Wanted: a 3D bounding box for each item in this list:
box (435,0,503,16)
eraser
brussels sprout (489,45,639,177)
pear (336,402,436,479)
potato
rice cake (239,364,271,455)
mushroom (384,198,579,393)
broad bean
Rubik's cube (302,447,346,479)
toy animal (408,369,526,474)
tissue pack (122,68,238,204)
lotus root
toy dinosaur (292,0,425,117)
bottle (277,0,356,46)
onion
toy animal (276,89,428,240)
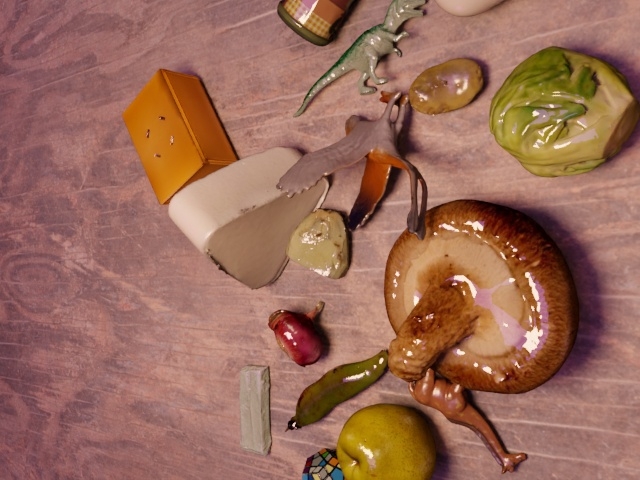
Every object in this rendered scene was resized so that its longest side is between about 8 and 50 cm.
[{"bbox_3d":[0.309,-0.564,0.949,0.349,0.141,0.288,-26,80,34],"label":"box"},{"bbox_3d":[-0.158,-0.026,1.292,0.150,0.331,0.331,42,117,27],"label":"eraser"},{"bbox_3d":[0.383,-0.206,0.924,0.223,0.161,0.223,-7,72,22],"label":"brussels sprout"},{"bbox_3d":[0.128,0.414,1.136,0.198,0.198,0.198,4,96,36],"label":"pear"},{"bbox_3d":[0.232,-0.282,1.071,0.138,0.070,0.091,-14,84,19],"label":"potato"},{"bbox_3d":[-0.164,0.419,1.441,0.085,0.040,0.226,4,97,36],"label":"rice cake"},{"bbox_3d":[0.266,0.092,1.005,0.346,0.239,0.344,1,94,12],"label":"mushroom"},{"bbox_3d":[0.023,0.334,1.285,0.339,0.061,0.077,-44,77,31],"label":"broad bean"},{"bbox_3d":[0.020,0.526,1.273,0.133,0.133,0.112,57,151,18],"label":"Rubik's cube"},{"bbox_3d":[0.278,0.313,1.103,0.225,0.066,0.229,3,87,17],"label":"toy animal"},{"bbox_3d":[-0.350,-0.252,1.453,0.194,0.145,0.274,-34,74,31],"label":"tissue pack"},{"bbox_3d":[-0.003,0.000,1.249,0.143,0.070,0.144,17,104,17],"label":"lotus root"},{"bbox_3d":[0.076,-0.334,1.182,0.383,0.076,0.129,-37,66,28],"label":"toy dinosaur"},{"bbox_3d":[0.035,-0.530,1.150,0.156,0.143,0.271,51,119,21],"label":"bottle"},{"bbox_3d":[-0.035,0.196,1.294,0.140,0.150,0.150,-40,65,-11],"label":"onion"},{"bbox_3d":[0.111,-0.160,1.078,0.284,0.225,0.301,8,74,49],"label":"toy animal"}]
